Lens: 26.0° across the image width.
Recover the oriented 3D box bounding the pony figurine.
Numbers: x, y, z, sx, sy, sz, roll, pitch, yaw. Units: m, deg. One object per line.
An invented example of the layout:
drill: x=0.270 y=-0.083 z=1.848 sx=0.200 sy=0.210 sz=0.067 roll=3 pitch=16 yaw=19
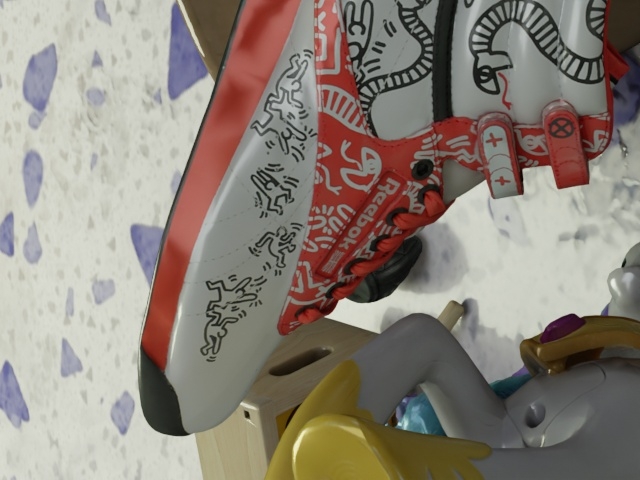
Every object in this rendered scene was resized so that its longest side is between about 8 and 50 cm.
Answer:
pony figurine: x=0.143 y=0.147 z=0.557 sx=0.303 sy=0.363 sz=0.351 roll=-20 pitch=95 yaw=41

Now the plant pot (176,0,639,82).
plant pot: x=0.085 y=-0.166 z=0.643 sx=0.229 sy=0.263 sz=0.263 roll=-11 pitch=85 yaw=31

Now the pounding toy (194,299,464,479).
pounding toy: x=0.010 y=0.109 z=0.834 sx=0.100 sy=0.141 sz=0.130 roll=14 pitch=119 yaw=48

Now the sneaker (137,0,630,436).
sneaker: x=0.028 y=-0.024 z=0.537 sx=0.145 sy=0.090 sz=0.270 roll=20 pitch=106 yaw=6

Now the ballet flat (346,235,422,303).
ballet flat: x=0.000 y=0.000 z=0.896 sx=0.173 sy=0.049 sz=0.057 roll=25 pitch=140 yaw=50
